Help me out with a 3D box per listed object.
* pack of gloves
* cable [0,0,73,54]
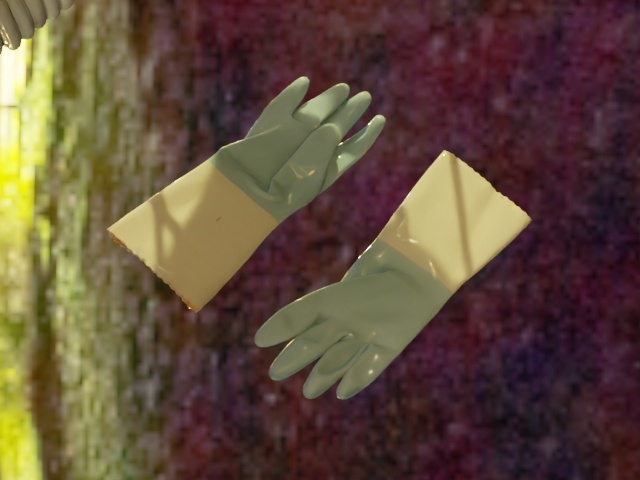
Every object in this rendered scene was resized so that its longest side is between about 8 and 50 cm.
[{"bbox_3d":[0.000,0.000,1.171,0.195,0.232,0.046,40,146,13],"label":"pack of gloves"},{"bbox_3d":[-0.219,-0.210,0.865,0.257,0.089,0.257,58,174,-17],"label":"cable"}]
